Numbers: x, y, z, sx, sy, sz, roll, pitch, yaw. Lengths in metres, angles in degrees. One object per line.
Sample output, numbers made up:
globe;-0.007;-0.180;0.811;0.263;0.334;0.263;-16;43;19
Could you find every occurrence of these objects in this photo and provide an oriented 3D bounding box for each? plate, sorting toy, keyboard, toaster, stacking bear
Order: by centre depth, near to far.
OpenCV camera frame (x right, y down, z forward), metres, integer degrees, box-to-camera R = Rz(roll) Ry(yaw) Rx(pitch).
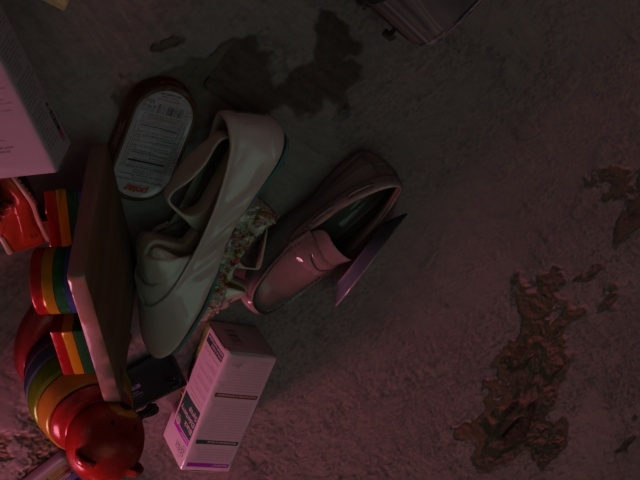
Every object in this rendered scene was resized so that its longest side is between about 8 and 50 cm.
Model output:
sorting toy;-0.326;0.046;1.746;0.089;0.257;0.255;-3;134;2
toaster;0.155;-0.388;1.805;0.227;0.129;0.146;-46;133;3
stacking bear;-0.337;0.235;1.842;0.175;0.289;0.164;27;105;-37
plate;0.073;0.025;2.019;0.024;0.188;0.188;37;101;0
keyboard;-0.305;0.250;2.043;0.180;0.023;0.108;-26;122;-9

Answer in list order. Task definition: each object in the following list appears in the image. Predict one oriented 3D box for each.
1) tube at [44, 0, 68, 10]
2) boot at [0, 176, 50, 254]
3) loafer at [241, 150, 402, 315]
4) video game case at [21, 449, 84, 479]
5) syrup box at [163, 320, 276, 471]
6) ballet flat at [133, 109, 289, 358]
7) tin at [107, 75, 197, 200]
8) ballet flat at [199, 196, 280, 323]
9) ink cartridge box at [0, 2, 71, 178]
tube;-0.307;-0.408;1.601;0.070;0.062;0.240;37;109;6
boot;-0.432;-0.046;1.766;0.084;0.059;0.158;-23;129;-6
loafer;0.000;0.000;1.980;0.112;0.111;0.319;34;101;-38
video game case;-0.453;0.463;2.103;0.212;0.023;0.193;-37;130;0
syrup box;-0.166;0.256;2.071;0.096;0.093;0.237;10;115;-32
ballet flat;-0.193;-0.019;1.856;0.139;0.139;0.400;23;101;-36
tin;-0.244;-0.143;1.814;0.106;0.040;0.190;13;114;-28
ballet flat;-0.134;0.041;1.947;0.077;0.091;0.241;24;110;-7
ink cartridge box;-0.508;-0.205;1.514;0.324;0.071;0.330;-5;130;17
